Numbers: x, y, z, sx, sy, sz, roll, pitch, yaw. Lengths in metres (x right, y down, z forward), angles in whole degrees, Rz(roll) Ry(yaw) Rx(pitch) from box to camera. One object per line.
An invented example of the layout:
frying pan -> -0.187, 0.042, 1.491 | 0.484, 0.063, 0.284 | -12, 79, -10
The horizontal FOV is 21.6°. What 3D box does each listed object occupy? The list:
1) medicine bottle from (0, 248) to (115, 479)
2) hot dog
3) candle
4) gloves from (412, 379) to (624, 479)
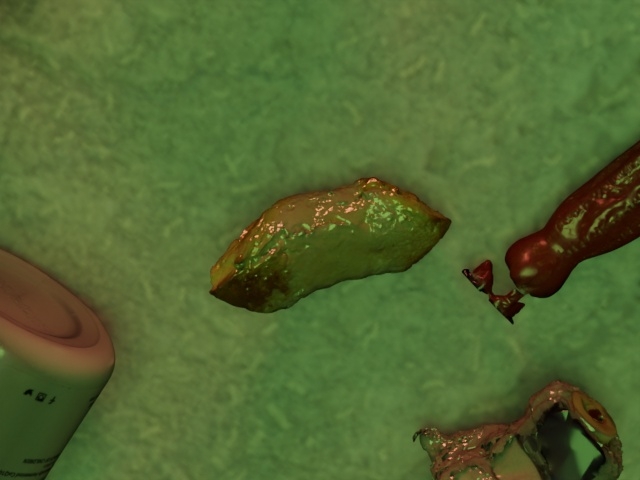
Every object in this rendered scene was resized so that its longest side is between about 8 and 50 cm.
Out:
medicine bottle -> -0.272, 0.152, 1.123 | 0.157, 0.157, 0.289 | 33, 102, -3
hot dog -> 0.000, -0.001, 1.122 | 0.169, 0.061, 0.078 | -14, 133, -13
candle -> 0.239, -0.059, 1.103 | 0.329, 0.048, 0.051 | -39, 141, 10
gloves -> 0.137, 0.159, 1.128 | 0.144, 0.094, 0.110 | -24, 94, 25
